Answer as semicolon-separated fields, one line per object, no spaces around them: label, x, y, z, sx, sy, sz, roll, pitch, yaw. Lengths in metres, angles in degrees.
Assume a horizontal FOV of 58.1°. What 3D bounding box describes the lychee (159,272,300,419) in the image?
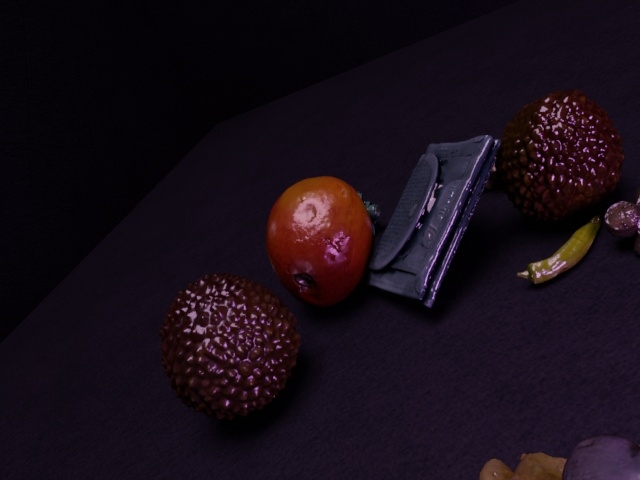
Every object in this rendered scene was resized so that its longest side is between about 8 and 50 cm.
lychee;-0.177;0.199;1.078;0.267;0.267;0.267;-24;26;13

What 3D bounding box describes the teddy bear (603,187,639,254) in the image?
teddy bear;0.553;-0.031;0.939;0.160;0.078;0.119;2;74;38

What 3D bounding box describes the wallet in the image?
wallet;0.206;-0.049;1.143;0.342;0.075;0.237;-65;21;-5

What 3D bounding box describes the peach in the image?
peach;0.000;0.000;1.242;0.281;0.238;0.281;-161;90;-77

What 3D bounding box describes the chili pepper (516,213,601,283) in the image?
chili pepper;0.437;0.019;1.010;0.208;0.043;0.049;-32;0;-15

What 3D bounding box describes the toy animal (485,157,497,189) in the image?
toy animal;0.387;-0.151;1.332;0.082;0.091;0.114;-52;6;20

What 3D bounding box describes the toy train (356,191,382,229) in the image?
toy train;0.036;-0.026;1.449;0.248;0.101;0.159;-12;45;36

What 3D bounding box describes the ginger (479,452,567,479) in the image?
ginger;0.218;0.352;0.603;0.118;0.065;0.299;-30;21;32

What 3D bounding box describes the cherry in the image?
cherry;0.327;0.270;0.561;0.176;0.140;0.176;-25;47;31

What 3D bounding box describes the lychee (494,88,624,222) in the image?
lychee;0.445;-0.159;1.086;0.236;0.271;0.236;-12;58;20
